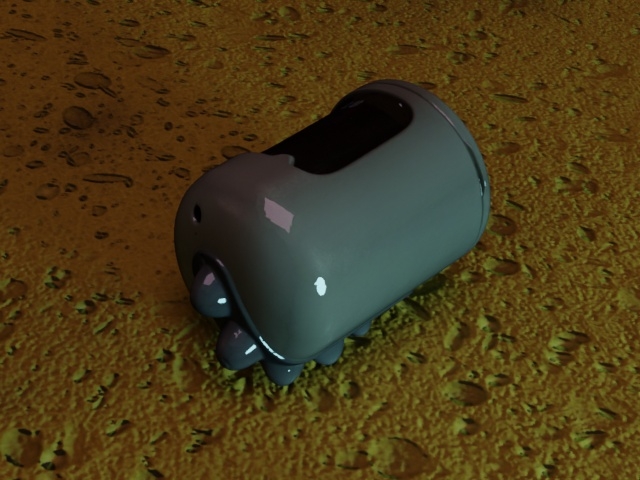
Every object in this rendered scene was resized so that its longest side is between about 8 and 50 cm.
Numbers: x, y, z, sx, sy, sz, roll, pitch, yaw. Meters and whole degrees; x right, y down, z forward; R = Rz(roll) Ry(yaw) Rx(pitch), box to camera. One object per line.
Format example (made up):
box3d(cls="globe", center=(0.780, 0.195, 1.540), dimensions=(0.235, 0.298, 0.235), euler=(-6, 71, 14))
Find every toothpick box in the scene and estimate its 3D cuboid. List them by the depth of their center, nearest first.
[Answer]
box3d(cls="toothpick box", center=(0.000, 0.000, 1.097), dimensions=(0.229, 0.229, 0.316), euler=(37, 51, 27))
